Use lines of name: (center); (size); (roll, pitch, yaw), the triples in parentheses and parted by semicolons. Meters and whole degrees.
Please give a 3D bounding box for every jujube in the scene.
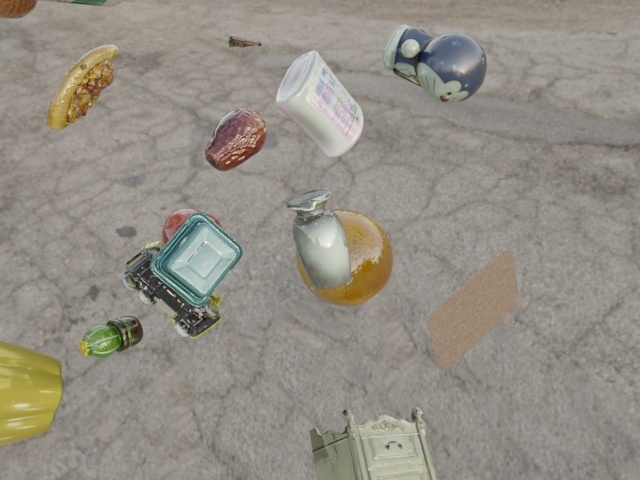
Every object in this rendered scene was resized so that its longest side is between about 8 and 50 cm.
jujube: (-0.306, -0.360, 1.839); (0.189, 0.190, 0.255); (21, 66, 28)

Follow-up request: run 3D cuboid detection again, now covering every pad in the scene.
pad: (0.334, 0.148, 1.095); (0.266, 0.176, 0.002); (-35, 35, -21)

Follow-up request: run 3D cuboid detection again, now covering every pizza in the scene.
pizza: (-0.557, -0.365, 1.208); (0.058, 0.127, 0.246); (35, 70, -2)

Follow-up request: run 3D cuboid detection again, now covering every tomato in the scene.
tomato: (-0.372, -0.010, 1.476); (0.186, 0.151, 0.187); (18, 45, -19)

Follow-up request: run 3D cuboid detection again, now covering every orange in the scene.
orange: (0.066, 0.046, 1.419); (0.274, 0.274, 0.274); (-1, 36, 1)

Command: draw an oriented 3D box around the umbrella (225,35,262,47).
umbrella: (-0.150, -0.388, 1.004); (0.083, 0.020, 0.031); (-6, 5, -39)

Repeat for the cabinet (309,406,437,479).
cabinet: (0.158, 0.650, 1.413); (0.289, 0.227, 0.318); (11, 53, -32)

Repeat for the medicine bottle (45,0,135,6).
medicine bottle: (-0.421, -0.465, 0.900); (0.095, 0.095, 0.260); (12, 24, 18)

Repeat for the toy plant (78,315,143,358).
toy plant: (-0.559, 0.259, 1.359); (0.092, 0.093, 0.162); (22, 23, 29)

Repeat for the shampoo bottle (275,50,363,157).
shampoo bottle: (0.005, -0.132, 0.520); (0.043, 0.099, 0.072); (-9, 52, 41)

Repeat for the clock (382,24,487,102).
clock: (0.260, -0.405, 1.167); (0.199, 0.147, 0.243); (14, 19, -47)

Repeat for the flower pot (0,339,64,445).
flower pot: (-0.541, 0.254, 0.841); (0.179, 0.195, 0.195); (22, 12, -48)

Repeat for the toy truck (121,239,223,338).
toy truck: (-0.380, 0.116, 1.330); (0.124, 0.272, 0.157); (-36, 24, 10)

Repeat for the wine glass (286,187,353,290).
wine glass: (0.000, 0.000, 1.079); (0.111, 0.205, 0.111); (-14, 14, 4)

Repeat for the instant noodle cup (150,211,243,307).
instant noodle cup: (-0.267, 0.043, 1.141); (0.179, 0.157, 0.070); (-53, 23, -17)

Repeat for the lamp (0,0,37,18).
lamp: (-0.652, -0.525, 1.046); (0.136, 0.137, 0.136); (-1, 36, 1)
